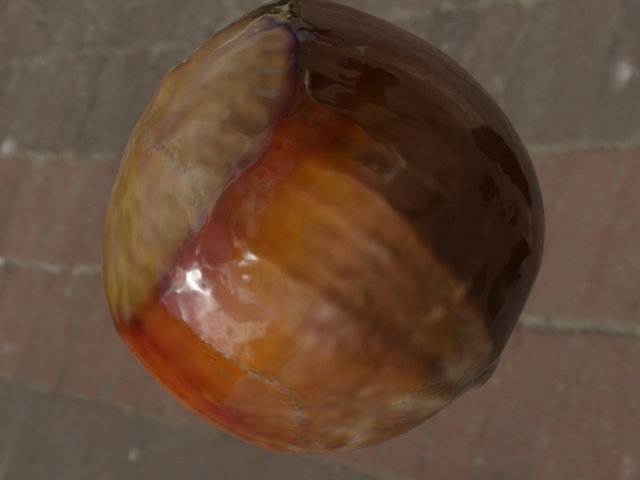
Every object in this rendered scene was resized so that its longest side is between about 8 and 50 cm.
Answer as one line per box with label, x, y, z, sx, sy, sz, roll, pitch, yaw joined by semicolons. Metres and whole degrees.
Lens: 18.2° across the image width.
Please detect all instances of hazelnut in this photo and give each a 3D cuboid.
hazelnut;0.000;0.000;0.928;0.214;0.214;0.176;-49;7;30
